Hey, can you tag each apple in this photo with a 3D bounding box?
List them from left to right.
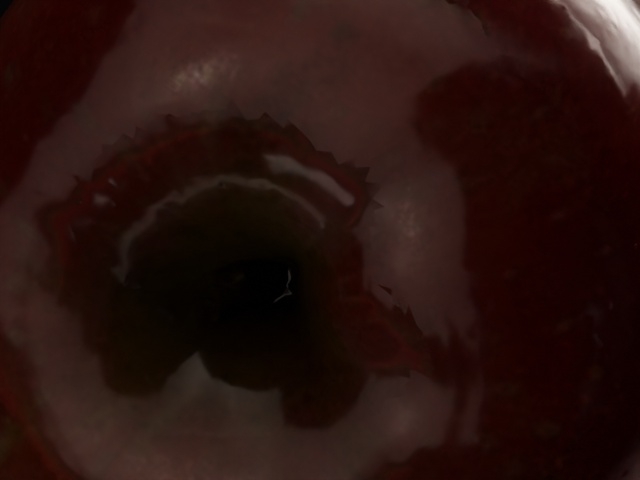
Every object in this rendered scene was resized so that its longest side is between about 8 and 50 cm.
[{"bbox_3d":[0.000,0.000,0.633,0.260,0.260,0.216,9,-164,11],"label":"apple"}]
